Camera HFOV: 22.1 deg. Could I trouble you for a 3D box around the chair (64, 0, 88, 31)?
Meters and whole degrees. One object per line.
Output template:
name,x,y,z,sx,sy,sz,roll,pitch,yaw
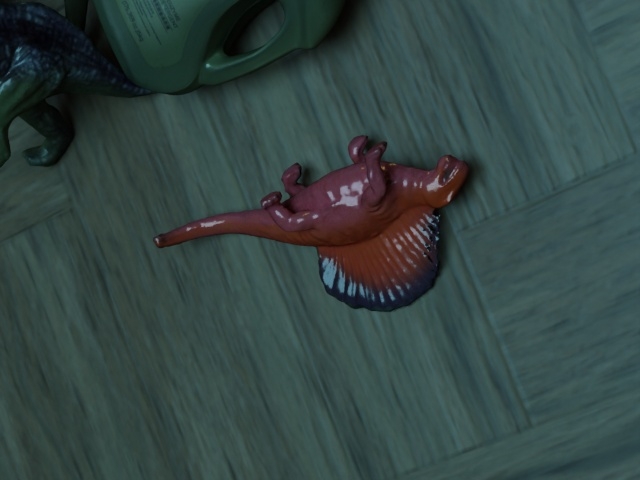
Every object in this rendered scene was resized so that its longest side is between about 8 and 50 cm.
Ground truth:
chair,-0.353,-0.232,1.465,0.272,0.166,0.188,-10,88,-16

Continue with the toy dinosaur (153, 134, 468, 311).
toy dinosaur,0.006,0.005,1.363,0.286,0.070,0.139,-22,106,28

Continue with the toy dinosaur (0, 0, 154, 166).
toy dinosaur,-0.287,-0.134,1.385,0.162,0.294,0.077,-58,47,24

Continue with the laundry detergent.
laundry detergent,-0.065,-0.231,1.350,0.253,0.091,0.181,-20,87,26
